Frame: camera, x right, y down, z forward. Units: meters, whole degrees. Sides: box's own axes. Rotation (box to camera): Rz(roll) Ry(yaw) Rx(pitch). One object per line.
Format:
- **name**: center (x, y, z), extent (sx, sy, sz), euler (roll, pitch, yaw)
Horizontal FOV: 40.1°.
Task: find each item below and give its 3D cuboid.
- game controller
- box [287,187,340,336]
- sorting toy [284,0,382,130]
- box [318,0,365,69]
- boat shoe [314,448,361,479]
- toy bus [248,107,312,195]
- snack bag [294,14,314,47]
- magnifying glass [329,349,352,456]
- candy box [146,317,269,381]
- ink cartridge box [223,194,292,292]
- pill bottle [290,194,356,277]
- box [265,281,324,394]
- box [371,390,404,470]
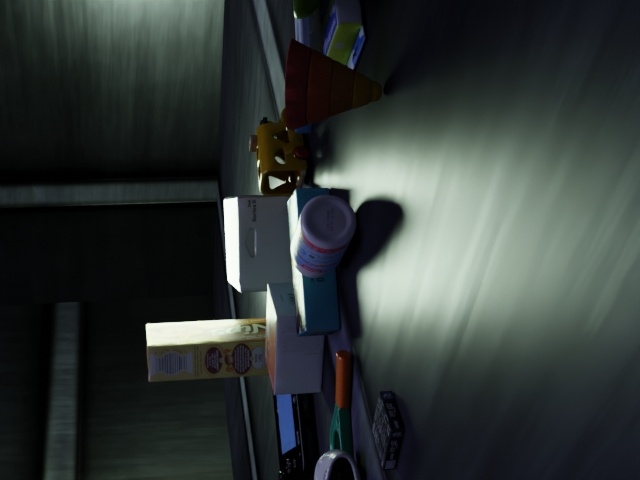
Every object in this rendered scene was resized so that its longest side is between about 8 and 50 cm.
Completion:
- **game controller**: center (-0.060, 0.339, 1.786), extent (0.166, 0.067, 0.319), euler (114, 151, -65)
- **box**: center (-0.014, 0.039, 1.509), extent (0.100, 0.060, 0.244), euler (133, 134, -74)
- **sorting toy**: center (0.028, -0.318, 1.120), extent (0.127, 0.126, 0.365), euler (-71, -14, -77)
- **box**: center (0.027, -0.342, 1.281), extent (0.109, 0.042, 0.178), euler (115, 152, -67)
- **boat shoe**: center (0.025, 0.445, 1.311), extent (0.084, 0.095, 0.258), euler (114, 151, -75)
- **toy bus**: center (-0.085, -0.185, 1.709), extent (0.202, 0.104, 0.191), euler (-137, 47, -74)
- **snack bag**: center (-0.026, -0.420, 1.381), extent (0.323, 0.037, 0.342), euler (90, 178, -66)
- **magnifying glass**: center (0.034, 0.286, 1.415), extent (0.092, 0.026, 0.231), euler (-120, 31, -67)
- **candy box**: center (-0.232, 0.243, 1.981), extent (0.183, 0.316, 0.087), euler (-135, 46, -74)
- **ink cartridge box**: center (-0.144, 0.002, 1.993), extent (0.289, 0.122, 0.211), euler (-165, 73, -78)
- **pill bottle**: center (0.000, 0.000, 1.366), extent (0.160, 0.087, 0.087), euler (111, 154, -65)
- **box**: center (-0.050, 0.182, 1.641), extent (0.130, 0.091, 0.170), euler (-114, 25, -62)
- **box**: center (0.087, 0.250, 1.154), extent (0.067, 0.018, 0.083), euler (-107, 18, -51)
